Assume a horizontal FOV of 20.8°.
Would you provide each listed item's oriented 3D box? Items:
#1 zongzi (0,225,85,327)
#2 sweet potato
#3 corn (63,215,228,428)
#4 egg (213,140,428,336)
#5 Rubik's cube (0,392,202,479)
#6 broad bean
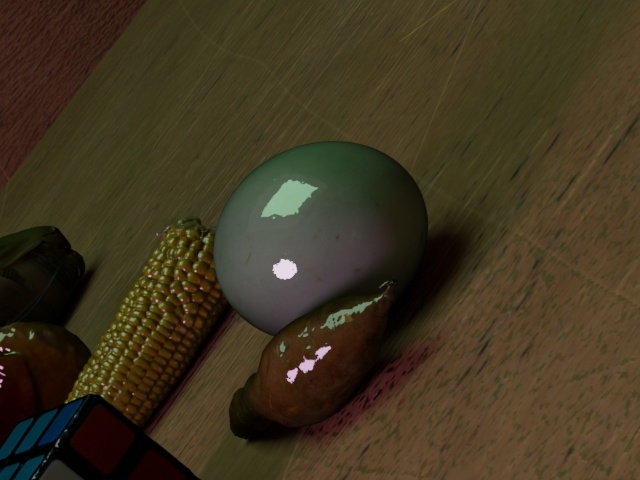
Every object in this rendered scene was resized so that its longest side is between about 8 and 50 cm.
[{"bbox_3d":[-0.453,0.037,2.262,0.125,0.274,0.251,-22,32,46],"label":"zongzi"},{"bbox_3d":[-0.019,0.106,1.300,0.269,0.075,0.074,-45,15,52],"label":"sweet potato"},{"bbox_3d":[-0.163,0.095,1.682,0.091,0.091,0.260,13,67,55],"label":"corn"},{"bbox_3d":[0.000,0.000,1.340,0.192,0.149,0.149,-36,22,44],"label":"egg"},{"bbox_3d":[-0.182,0.232,1.308,0.162,0.163,0.160,-55,16,-29],"label":"Rubik's cube"},{"bbox_3d":[-0.339,0.166,1.884,0.228,0.156,0.122,-49,19,29],"label":"broad bean"}]
